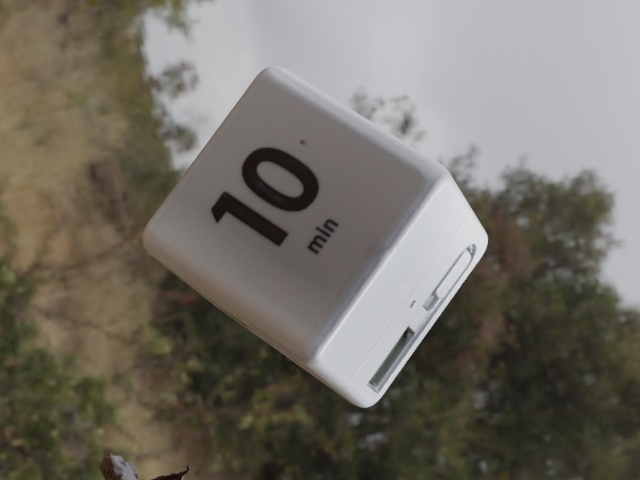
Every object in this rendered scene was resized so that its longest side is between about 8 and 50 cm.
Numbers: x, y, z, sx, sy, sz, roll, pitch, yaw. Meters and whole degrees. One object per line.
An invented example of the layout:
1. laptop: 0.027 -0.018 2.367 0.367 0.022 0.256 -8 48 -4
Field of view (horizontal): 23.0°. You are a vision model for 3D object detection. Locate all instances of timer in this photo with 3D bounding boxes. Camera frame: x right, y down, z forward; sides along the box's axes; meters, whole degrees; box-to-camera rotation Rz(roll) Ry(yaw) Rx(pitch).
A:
1. timer: 0.000 0.000 1.338 0.195 0.192 0.194 34 -5 23

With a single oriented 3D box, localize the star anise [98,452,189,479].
1. star anise: -0.176 0.273 1.440 0.212 0.053 0.157 2 -113 53
